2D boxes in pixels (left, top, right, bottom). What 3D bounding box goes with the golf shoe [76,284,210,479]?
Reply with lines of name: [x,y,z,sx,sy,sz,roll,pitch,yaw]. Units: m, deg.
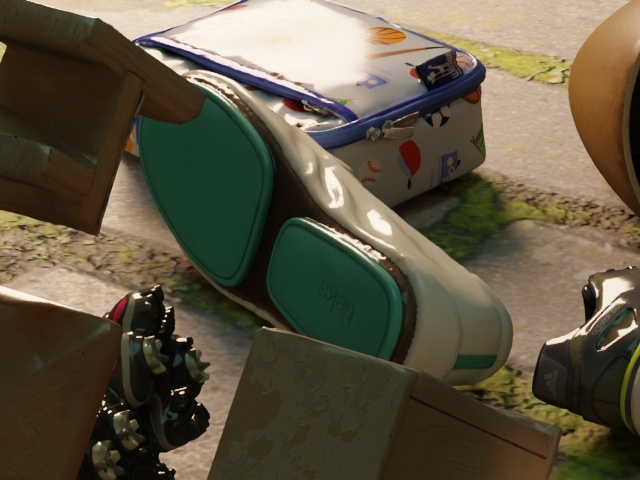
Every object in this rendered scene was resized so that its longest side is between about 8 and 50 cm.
golf shoe: [-0.140,0.136,1.136,0.120,0.105,0.273,-21,23,15]

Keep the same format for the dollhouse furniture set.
dollhouse furniture set: [-0.119,0.097,0.934,0.394,0.362,0.256,15,-7,23]

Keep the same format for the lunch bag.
lunch bag: [-0.021,-0.111,1.633,0.243,0.115,0.303,-23,33,-38]

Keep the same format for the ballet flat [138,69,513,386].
ballet flat: [0.000,0.000,1.400,0.139,0.139,0.400,-12,32,-26]

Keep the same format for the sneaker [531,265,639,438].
sneaker: [0.244,0.041,1.315,0.121,0.111,0.300,11,24,30]

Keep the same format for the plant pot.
plant pot: [0.295,-0.108,1.538,0.237,0.237,0.254,-6,11,-15]
